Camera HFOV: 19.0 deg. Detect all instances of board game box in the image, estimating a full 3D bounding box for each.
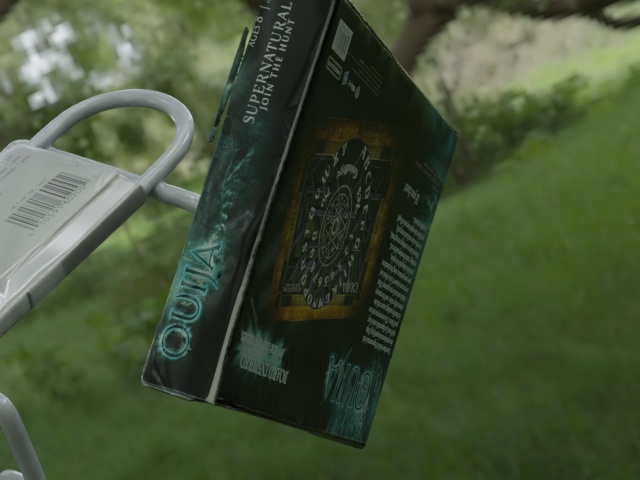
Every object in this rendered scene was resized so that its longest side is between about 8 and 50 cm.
[{"bbox_3d":[0.000,0.000,0.628,0.026,0.126,0.186,16,-6,17],"label":"board game box"}]

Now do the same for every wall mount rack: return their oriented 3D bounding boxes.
[{"bbox_3d":[-0.235,0.034,1.271,0.304,0.130,0.350,17,47,35],"label":"wall mount rack"}]
